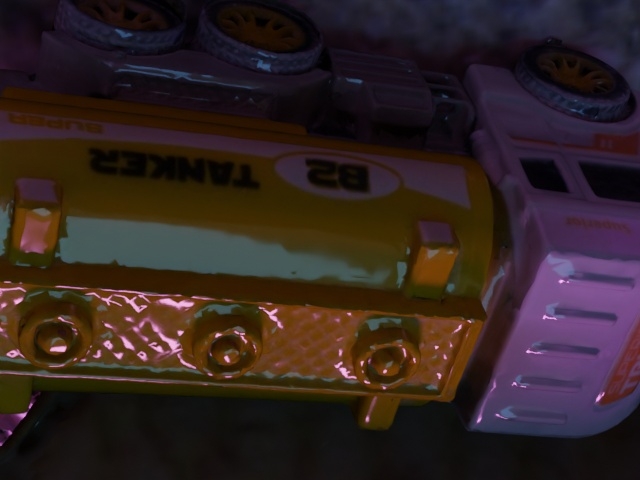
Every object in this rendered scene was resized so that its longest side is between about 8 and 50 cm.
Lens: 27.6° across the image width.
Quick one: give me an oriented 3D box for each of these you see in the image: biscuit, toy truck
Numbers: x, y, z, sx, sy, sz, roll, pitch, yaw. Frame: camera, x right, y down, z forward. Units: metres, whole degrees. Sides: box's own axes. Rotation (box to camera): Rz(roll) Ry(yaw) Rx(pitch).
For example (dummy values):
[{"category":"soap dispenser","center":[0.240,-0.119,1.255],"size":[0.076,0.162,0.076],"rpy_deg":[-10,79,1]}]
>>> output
[{"category":"biscuit","center":[0.008,0.087,0.403],"size":[0.273,0.187,0.036],"rpy_deg":[-5,144,-20]},{"category":"toy truck","center":[0.000,0.000,0.377],"size":[0.227,0.114,0.098],"rpy_deg":[6,126,-17]}]

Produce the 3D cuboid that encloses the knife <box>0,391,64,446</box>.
[{"category":"knife","center":[-0.070,0.111,0.499],"size":[0.089,0.043,0.365],"rpy_deg":[-7,141,37]}]
